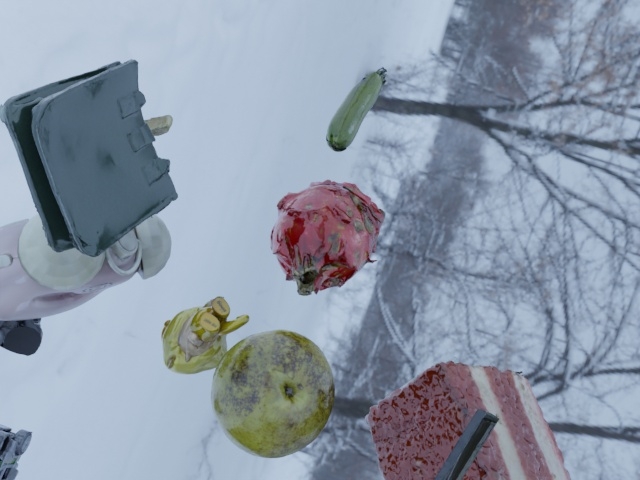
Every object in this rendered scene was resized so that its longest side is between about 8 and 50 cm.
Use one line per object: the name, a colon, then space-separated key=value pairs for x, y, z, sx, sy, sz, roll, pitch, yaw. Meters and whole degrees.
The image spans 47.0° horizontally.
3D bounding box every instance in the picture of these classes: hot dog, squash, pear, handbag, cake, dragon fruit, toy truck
hot dog: x=-0.324 y=-0.226 z=1.470 sx=0.034 sy=0.090 sz=0.030 roll=31 pitch=59 yaw=-53
squash: x=0.060 y=-0.222 z=1.228 sx=0.183 sy=0.052 sz=0.052 roll=-58 pitch=169 yaw=-23
pear: x=-0.074 y=0.232 z=1.133 sx=0.197 sy=0.197 sz=0.197 roll=18 pitch=90 yaw=-84
handbag: x=-0.341 y=-0.132 z=1.140 sx=0.260 sy=0.079 sz=0.247 roll=-47 pitch=133 yaw=-52
cake: x=0.293 y=0.422 z=1.471 sx=0.270 sy=0.319 sz=0.269 roll=-42 pitch=-131 yaw=35
dragon fruit: x=0.000 y=0.000 z=1.369 sx=0.205 sy=0.210 sz=0.268 roll=-47 pitch=-168 yaw=41
toy truck: x=-0.770 y=0.468 z=1.588 sx=0.363 sy=0.176 sz=0.178 roll=96 pitch=14 yaw=-79

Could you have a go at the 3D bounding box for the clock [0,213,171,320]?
clock: x=-0.490 y=0.036 z=1.418 sx=0.342 sy=0.325 sz=0.184 roll=-17 pitch=87 yaw=-66

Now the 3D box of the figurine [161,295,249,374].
figurine: x=-0.215 y=0.169 z=1.333 sx=0.156 sy=0.131 sz=0.246 roll=-57 pitch=-173 yaw=-27

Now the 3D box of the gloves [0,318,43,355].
gloves: x=-0.664 y=0.127 z=1.590 sx=0.124 sy=0.203 sz=0.164 roll=-27 pitch=144 yaw=-8

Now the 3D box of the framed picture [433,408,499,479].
framed picture: x=0.195 y=0.381 z=1.149 sx=0.265 sy=0.018 sz=0.192 roll=-56 pitch=156 yaw=-4

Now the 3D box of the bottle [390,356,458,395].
bottle: x=0.262 y=0.350 z=1.823 sx=0.217 sy=0.060 sz=0.060 roll=-30 pitch=150 yaw=-32
